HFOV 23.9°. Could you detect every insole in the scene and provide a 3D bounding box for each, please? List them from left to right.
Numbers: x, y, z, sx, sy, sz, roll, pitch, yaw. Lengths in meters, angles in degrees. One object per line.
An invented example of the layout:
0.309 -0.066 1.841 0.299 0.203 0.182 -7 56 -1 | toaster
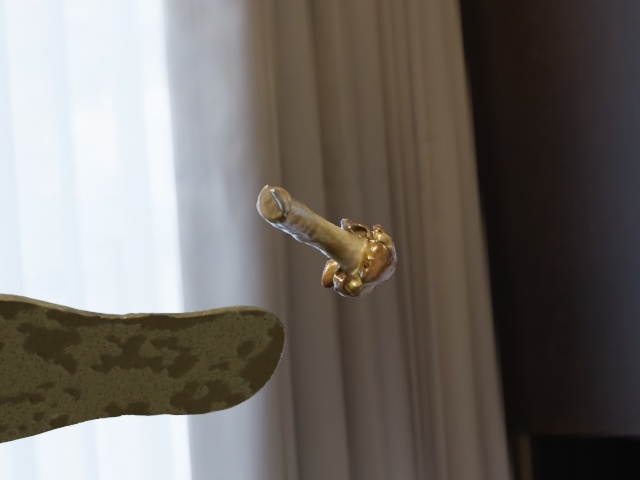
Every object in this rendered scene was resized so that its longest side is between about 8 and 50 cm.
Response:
-0.091 0.045 0.535 0.193 0.065 0.006 0 35 -40 | insole

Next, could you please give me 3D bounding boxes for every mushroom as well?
0.000 0.000 1.126 0.060 0.061 0.187 12 -8 32 | mushroom
